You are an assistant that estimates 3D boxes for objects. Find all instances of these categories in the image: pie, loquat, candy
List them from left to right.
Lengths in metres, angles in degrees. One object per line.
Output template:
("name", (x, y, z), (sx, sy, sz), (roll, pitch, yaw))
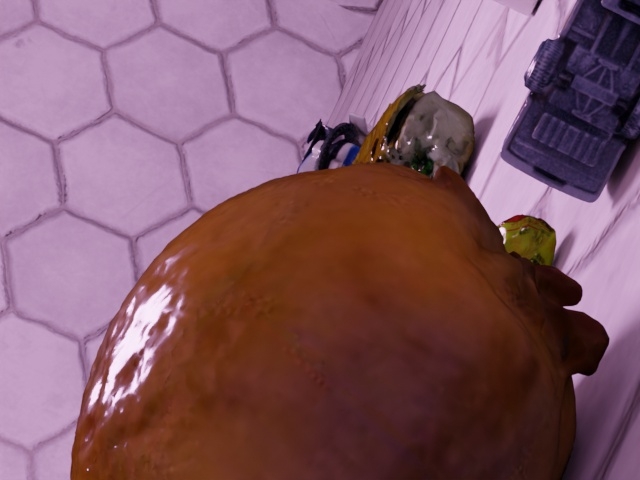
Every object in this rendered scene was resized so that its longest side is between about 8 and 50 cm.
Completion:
("loquat", (-0.004, 0.080, 0.781), (0.238, 0.193, 0.238), (-45, 3, 3))
("pie", (0.024, 0.050, 1.514), (0.296, 0.078, 0.371), (118, 174, -52))
("candy", (0.094, 0.043, 0.980), (0.035, 0.035, 0.123), (39, -122, -49))

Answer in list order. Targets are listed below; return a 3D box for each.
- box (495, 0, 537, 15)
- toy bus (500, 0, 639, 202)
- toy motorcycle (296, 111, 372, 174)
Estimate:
("box", (0.106, -0.287, 1.640), (0.260, 0.194, 0.111), (-77, 13, -76))
("toy bus", (0.152, -0.116, 0.929), (0.190, 0.064, 0.075), (-64, -2, 15))
("toy motorcycle", (0.000, 0.000, 1.711), (0.221, 0.102, 0.150), (-64, -28, -7))
